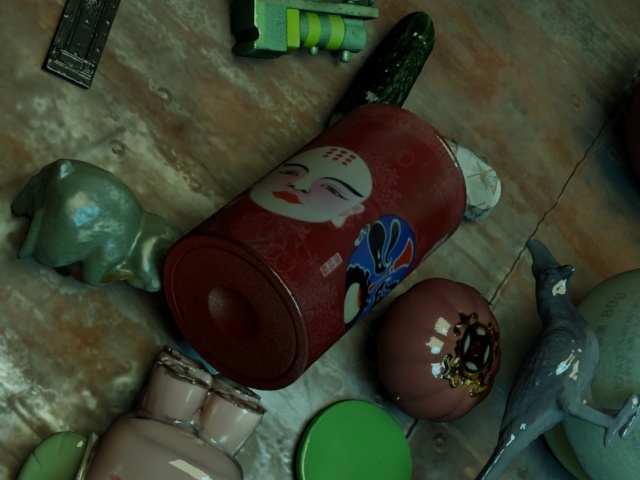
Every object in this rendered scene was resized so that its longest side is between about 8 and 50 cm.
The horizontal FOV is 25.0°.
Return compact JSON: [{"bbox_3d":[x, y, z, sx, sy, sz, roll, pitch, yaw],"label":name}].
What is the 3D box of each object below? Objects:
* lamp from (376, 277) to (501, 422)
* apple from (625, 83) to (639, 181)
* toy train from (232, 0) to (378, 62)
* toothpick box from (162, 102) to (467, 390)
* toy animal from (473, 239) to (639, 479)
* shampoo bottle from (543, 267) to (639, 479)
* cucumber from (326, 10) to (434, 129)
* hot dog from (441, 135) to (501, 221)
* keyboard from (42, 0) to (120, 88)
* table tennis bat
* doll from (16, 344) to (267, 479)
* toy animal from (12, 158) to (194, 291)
[{"bbox_3d":[0.141,0.136,1.798,0.182,0.140,0.182,-2,93,-43],"label":"lamp"},{"bbox_3d":[0.598,-0.152,2.014,0.344,0.344,0.269,38,47,-17],"label":"apple"},{"bbox_3d":[-0.018,-0.291,1.831,0.200,0.083,0.132,1,90,-29],"label":"toy train"},{"bbox_3d":[0.000,0.000,1.666,0.333,0.204,0.204,-41,101,-41],"label":"toothpick box"},{"bbox_3d":[0.287,0.186,1.712,0.081,0.205,0.367,41,65,-56],"label":"toy animal"},{"bbox_3d":[0.457,0.189,1.851,0.322,0.317,0.323,7,76,-28],"label":"shampoo bottle"},{"bbox_3d":[0.083,-0.204,1.869,0.074,0.074,0.241,40,60,-16],"label":"cucumber"},{"bbox_3d":[0.152,-0.091,1.896,0.192,0.053,0.099,19,69,-22],"label":"hot dog"},{"bbox_3d":[-0.271,-0.281,1.718,0.061,0.013,0.204,25,68,-23],"label":"keyboard"},{"bbox_3d":[0.018,0.305,1.745,0.160,0.039,0.257,49,56,-12],"label":"table tennis bat"},{"bbox_3d":[-0.175,0.271,1.577,0.284,0.216,0.268,29,91,-4],"label":"doll"},{"bbox_3d":[-0.214,-0.001,1.628,0.251,0.127,0.125,19,68,-29],"label":"toy animal"}]
